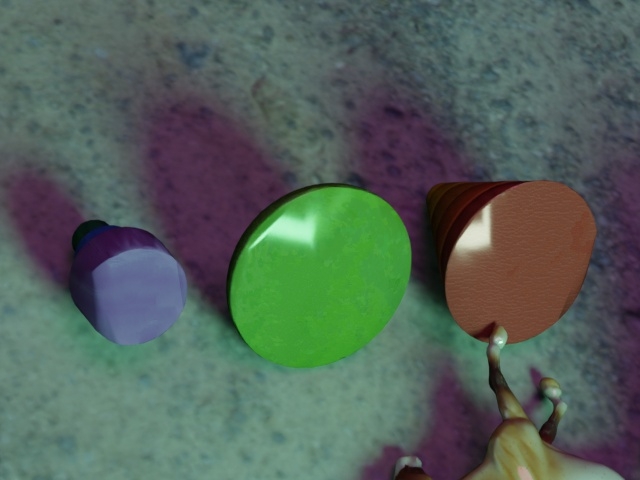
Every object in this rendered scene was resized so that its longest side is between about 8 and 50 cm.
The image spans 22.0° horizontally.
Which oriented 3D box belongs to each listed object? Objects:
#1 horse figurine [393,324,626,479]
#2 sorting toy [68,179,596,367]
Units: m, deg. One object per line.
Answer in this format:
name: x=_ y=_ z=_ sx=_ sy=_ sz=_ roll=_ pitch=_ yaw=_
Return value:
horse figurine: x=0.178 y=0.160 z=1.052 sx=0.263 sy=0.066 sz=0.174 roll=26 pitch=40 yaw=-1
sorting toy: x=0.000 y=0.000 z=1.098 sx=0.366 sy=0.127 sz=0.126 roll=-4 pitch=26 yaw=-25
